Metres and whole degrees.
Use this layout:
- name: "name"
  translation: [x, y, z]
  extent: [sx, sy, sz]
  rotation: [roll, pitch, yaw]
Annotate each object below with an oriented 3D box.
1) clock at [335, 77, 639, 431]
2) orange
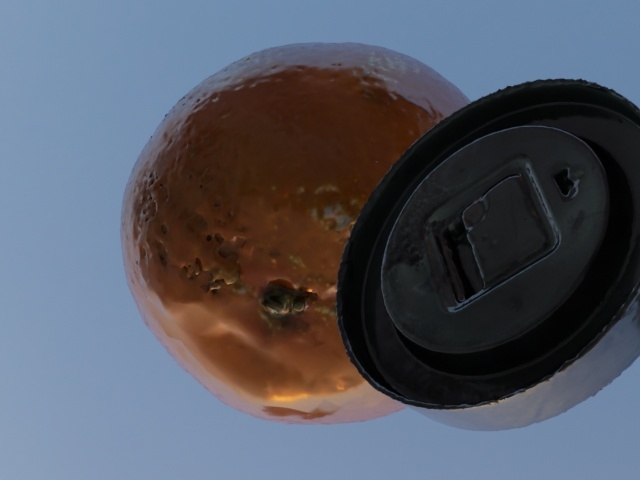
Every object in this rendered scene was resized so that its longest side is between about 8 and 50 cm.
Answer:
- name: "clock"
  translation: [0.105, 0.006, 0.589]
  extent: [0.215, 0.042, 0.215]
  rotation: [-27, -137, 29]
- name: "orange"
  translation: [0.000, 0.000, 1.068]
  extent: [0.424, 0.326, 0.424]
  rotation: [3, -73, 9]
